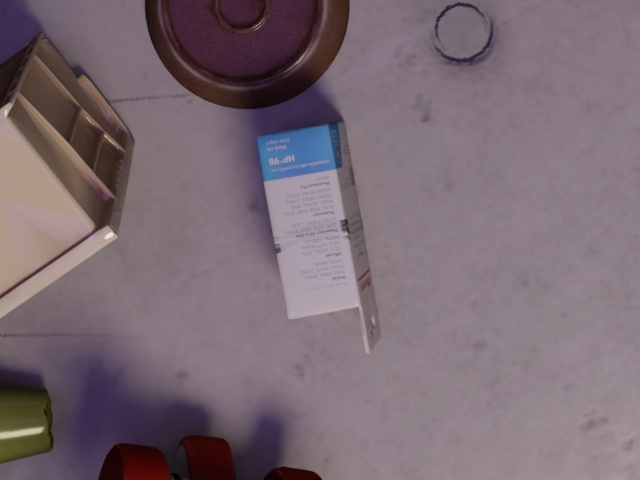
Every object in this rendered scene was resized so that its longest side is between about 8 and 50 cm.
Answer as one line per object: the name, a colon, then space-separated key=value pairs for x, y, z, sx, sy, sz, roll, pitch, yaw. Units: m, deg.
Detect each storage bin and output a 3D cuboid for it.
storage bin: x=-0.287 y=-0.018 z=1.357 sx=0.262 sy=0.260 sz=0.123 roll=-35 pitch=107 yaw=9

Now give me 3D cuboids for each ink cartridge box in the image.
ink cartridge box: x=0.000 y=0.000 z=1.392 sx=0.060 sy=0.104 sz=0.180 roll=-9 pitch=93 yaw=8

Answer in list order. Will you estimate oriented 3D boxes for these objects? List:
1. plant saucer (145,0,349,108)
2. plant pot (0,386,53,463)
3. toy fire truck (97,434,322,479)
plant saucer: x=-0.062 y=-0.190 z=1.423 sx=0.168 sy=0.029 sz=0.168 roll=1 pitch=95 yaw=9
plant pot: x=-0.262 y=0.152 z=1.459 sx=0.079 sy=0.083 sz=0.083 roll=-4 pitch=94 yaw=-4
toy fire truck: x=-0.100 y=0.310 z=1.355 sx=0.169 sy=0.302 sz=0.254 roll=11 pitch=123 yaw=-20
